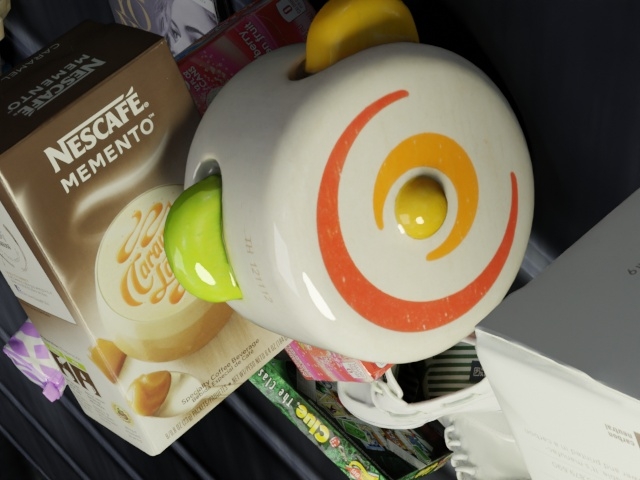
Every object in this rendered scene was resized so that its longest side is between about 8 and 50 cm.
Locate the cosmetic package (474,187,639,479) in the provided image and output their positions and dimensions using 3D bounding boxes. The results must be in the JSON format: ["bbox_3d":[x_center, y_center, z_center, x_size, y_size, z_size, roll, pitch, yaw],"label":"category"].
[{"bbox_3d":[0.250,0.145,0.707,0.156,0.217,0.385,21,142,50],"label":"cosmetic package"}]

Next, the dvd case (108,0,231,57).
[{"bbox_3d":[-0.116,-0.155,1.196,0.164,0.018,0.221,36,154,33],"label":"dvd case"}]

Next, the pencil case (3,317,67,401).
[{"bbox_3d":[-0.247,0.074,1.575,0.088,0.206,0.086,32,165,32],"label":"pencil case"}]

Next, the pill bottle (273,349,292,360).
[{"bbox_3d":[-0.071,-0.003,1.188,0.219,0.123,0.123,48,162,-31],"label":"pill bottle"}]

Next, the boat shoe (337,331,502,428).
[{"bbox_3d":[0.075,0.093,1.091,0.076,0.083,0.226,15,160,-36],"label":"boat shoe"}]

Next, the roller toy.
[{"bbox_3d":[0.028,-0.028,0.891,0.191,0.209,0.146,34,169,-31],"label":"roller toy"}]

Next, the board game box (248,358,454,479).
[{"bbox_3d":[-0.006,0.119,1.292,0.259,0.136,0.030,43,116,20],"label":"board game box"}]

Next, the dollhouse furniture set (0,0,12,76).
[{"bbox_3d":[-0.402,-0.145,1.523,0.303,0.198,0.286,47,158,10],"label":"dollhouse furniture set"}]

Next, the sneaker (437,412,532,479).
[{"bbox_3d":[0.138,0.165,1.111,0.258,0.091,0.094,35,153,39],"label":"sneaker"}]

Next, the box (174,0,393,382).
[{"bbox_3d":[-0.014,-0.035,1.042,0.257,0.128,0.122,54,158,-11],"label":"box"}]

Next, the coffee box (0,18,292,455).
[{"bbox_3d":[-0.131,-0.001,0.958,0.098,0.141,0.246,22,144,48],"label":"coffee box"}]
